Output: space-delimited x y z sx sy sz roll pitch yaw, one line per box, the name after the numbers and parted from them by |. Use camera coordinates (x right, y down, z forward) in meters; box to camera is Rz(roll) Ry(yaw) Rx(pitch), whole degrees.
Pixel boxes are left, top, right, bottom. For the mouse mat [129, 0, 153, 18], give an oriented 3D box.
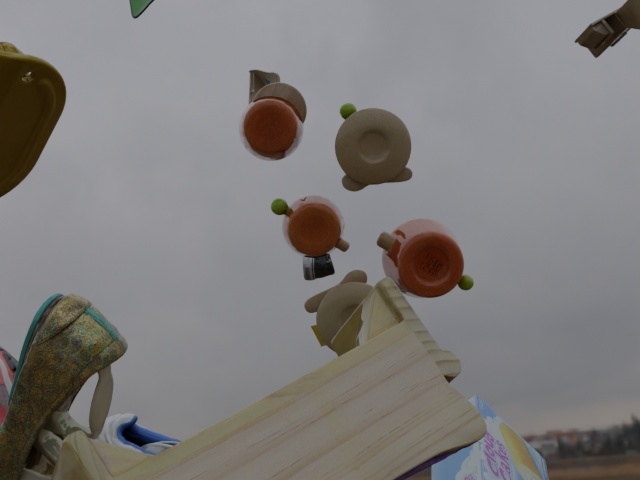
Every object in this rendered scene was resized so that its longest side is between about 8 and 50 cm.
-0.295 -0.509 1.807 0.007 0.152 0.189 14 -36 -44 | mouse mat

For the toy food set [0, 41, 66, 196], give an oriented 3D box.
-0.309 -0.093 0.856 0.128 0.071 0.218 -6 -39 -50 | toy food set

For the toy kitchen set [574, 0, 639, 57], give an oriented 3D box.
0.294 -0.183 0.948 0.068 0.075 0.083 -29 -11 -30 | toy kitchen set

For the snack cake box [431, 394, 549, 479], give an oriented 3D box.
0.224 0.340 1.292 0.089 0.152 0.264 -40 15 21 | snack cake box

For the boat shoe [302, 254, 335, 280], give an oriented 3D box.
0.000 0.000 1.295 0.040 0.142 0.049 -4 -49 6 | boat shoe

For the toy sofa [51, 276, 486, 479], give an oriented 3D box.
-0.042 0.195 0.889 0.362 0.177 0.150 -25 -18 -32 | toy sofa

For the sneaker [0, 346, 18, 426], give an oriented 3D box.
-0.424 0.281 1.342 0.136 0.314 0.116 -27 -26 -8 | sneaker

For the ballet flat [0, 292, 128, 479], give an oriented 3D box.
-0.306 0.207 1.122 0.123 0.123 0.348 5 -49 -35 | ballet flat

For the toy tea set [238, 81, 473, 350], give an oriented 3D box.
0.035 -0.040 1.163 0.200 0.336 0.124 -25 5 0 | toy tea set

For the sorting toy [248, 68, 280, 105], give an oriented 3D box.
-0.094 -0.263 1.757 0.045 0.083 0.075 7 -8 -32 | sorting toy

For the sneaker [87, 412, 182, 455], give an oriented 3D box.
-0.257 0.412 1.481 0.236 0.323 0.130 -41 -6 18 | sneaker
